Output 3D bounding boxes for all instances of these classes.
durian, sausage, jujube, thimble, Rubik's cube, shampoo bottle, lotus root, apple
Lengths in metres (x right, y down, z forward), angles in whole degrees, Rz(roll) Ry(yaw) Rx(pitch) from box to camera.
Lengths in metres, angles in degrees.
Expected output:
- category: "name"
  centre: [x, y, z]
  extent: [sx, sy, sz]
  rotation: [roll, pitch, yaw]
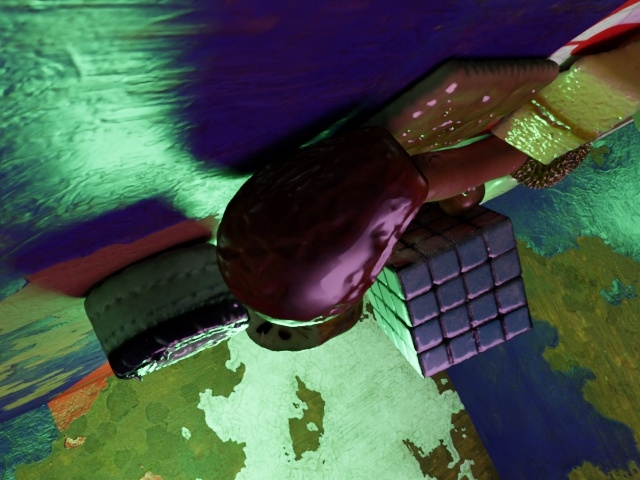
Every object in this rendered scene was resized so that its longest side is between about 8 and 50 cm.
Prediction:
- category: "durian"
  centre: [0.527, -0.199, 1.516]
  extent: [0.198, 0.146, 0.159]
  rotation: [-25, 176, 18]
- category: "sausage"
  centre: [0.269, -0.139, 1.213]
  extent: [0.419, 0.094, 0.094]
  rotation: [-19, 131, -45]
- category: "jujube"
  centre: [0.002, -0.018, 0.744]
  extent: [0.255, 0.190, 0.190]
  rotation: [-40, 170, 16]
- category: "thimble"
  centre: [-0.221, 0.105, 0.989]
  extent: [0.237, 0.150, 0.237]
  rotation: [-26, 172, -4]
- category: "Rubik's cube"
  centre: [0.320, 0.102, 1.777]
  extent: [0.345, 0.337, 0.344]
  rotation: [-24, -157, -9]
- category: "shampoo bottle"
  centre: [0.575, -0.192, 2.061]
  extent: [0.127, 0.078, 0.257]
  rotation: [-17, 173, -26]
- category: "lotus root"
  centre: [-0.013, 0.123, 1.573]
  extent: [0.251, 0.250, 0.346]
  rotation: [-30, 172, 30]
- category: "apple"
  centre: [0.352, -0.120, 1.659]
  extent: [0.126, 0.102, 0.126]
  rotation: [-32, 175, -3]

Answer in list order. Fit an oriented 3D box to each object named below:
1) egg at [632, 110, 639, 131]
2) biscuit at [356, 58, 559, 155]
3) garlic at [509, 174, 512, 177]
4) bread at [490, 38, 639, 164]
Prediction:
- category: "egg"
  centre: [0.664, -0.259, 1.014]
  extent: [0.345, 0.282, 0.283]
  rotation: [-16, 180, 30]
- category: "biscuit"
  centre: [0.169, -0.163, 0.855]
  extent: [0.217, 0.044, 0.325]
  rotation: [-30, 173, 39]
- category: "garlic"
  centre: [0.580, -0.226, 1.804]
  extent: [0.124, 0.099, 0.174]
  rotation: [-45, -171, -33]
- category: "bread"
  centre: [0.416, -0.226, 1.078]
  extent: [0.178, 0.141, 0.266]
  rotation: [-8, 166, -18]
